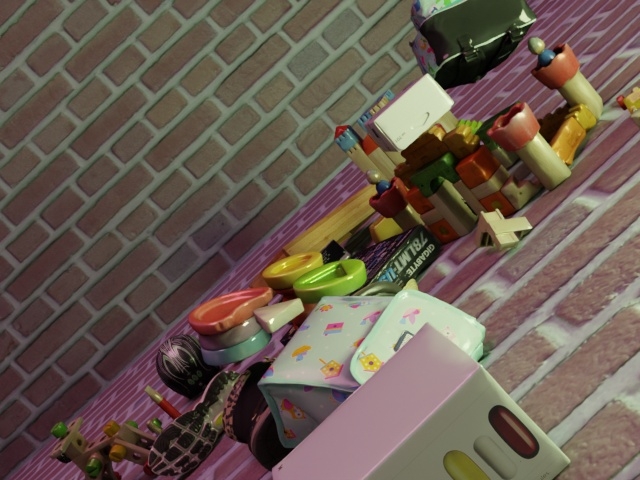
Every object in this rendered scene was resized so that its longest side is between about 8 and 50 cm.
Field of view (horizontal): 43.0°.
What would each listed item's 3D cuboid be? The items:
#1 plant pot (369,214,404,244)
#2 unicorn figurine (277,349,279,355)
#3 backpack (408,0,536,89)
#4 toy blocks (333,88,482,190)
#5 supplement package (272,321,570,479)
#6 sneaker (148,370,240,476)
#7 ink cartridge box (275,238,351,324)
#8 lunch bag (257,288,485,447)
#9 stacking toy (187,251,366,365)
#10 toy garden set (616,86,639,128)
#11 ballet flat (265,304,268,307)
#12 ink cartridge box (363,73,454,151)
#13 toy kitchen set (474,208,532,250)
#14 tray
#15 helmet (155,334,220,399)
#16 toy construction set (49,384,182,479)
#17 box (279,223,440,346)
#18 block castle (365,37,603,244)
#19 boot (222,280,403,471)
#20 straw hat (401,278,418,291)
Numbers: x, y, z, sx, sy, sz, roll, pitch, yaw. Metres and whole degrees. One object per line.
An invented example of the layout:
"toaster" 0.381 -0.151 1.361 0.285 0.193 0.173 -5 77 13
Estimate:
"plant pot" 0.160 -0.017 1.869 0.081 0.083 0.081 -44 9 -5
"unicorn figurine" -0.109 0.320 1.633 0.111 0.060 0.162 -37 28 29
"backpack" 0.287 -0.408 1.600 0.225 0.191 0.253 -25 -11 1
"toy blocks" 0.220 -0.300 2.291 0.381 0.261 0.191 -36 13 35
"supplement package" 0.094 0.245 0.884 0.262 0.145 0.204 -44 10 -1
"sneaker" -0.260 0.411 1.780 0.279 0.107 0.118 -45 -9 -26
"ink cartridge box" -0.029 0.106 1.947 0.165 0.065 0.333 -47 -4 -16
"lunch bag" 0.081 0.184 1.135 0.262 0.160 0.223 -4 29 33
"stacking toy" -0.056 0.139 1.448 0.309 0.130 0.279 -29 17 -34
"toy garden set" 0.578 -0.239 1.291 0.204 0.049 0.244 -35 14 30
"ballet flat" -0.184 0.243 2.219 0.073 0.080 0.232 0 38 33
"ink cartridge box" 0.168 -0.245 1.587 0.139 0.082 0.191 -41 5 2
"toy kitchen set" 0.316 -0.002 1.390 0.068 0.075 0.083 -9 44 -12
"tray" 0.000 0.000 2.150 0.411 0.076 0.203 -39 -5 -44
"helmet" -0.372 0.339 2.233 0.169 0.161 0.169 -41 10 9
"toy construction set" -0.497 0.473 1.953 0.257 0.237 0.309 -32 15 48
"box" 0.076 0.112 1.691 0.295 0.073 0.293 -47 7 -27
"block castle" 0.310 -0.189 1.635 0.453 0.213 0.303 -29 18 53
"boot" -0.019 0.230 1.433 0.377 0.138 0.284 -53 13 -19
"straw hat" 0.163 0.133 1.299 0.061 0.144 0.144 8 36 21
